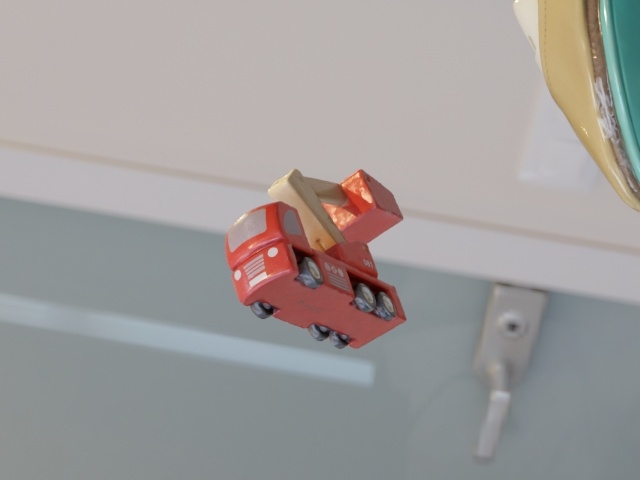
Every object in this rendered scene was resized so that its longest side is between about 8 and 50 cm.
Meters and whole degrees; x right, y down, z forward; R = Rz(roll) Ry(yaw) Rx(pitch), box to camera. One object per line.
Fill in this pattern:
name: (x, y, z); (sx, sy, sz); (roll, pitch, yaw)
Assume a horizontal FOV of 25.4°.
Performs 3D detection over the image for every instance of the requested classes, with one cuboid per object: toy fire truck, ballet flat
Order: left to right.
toy fire truck: (0.000, 0.000, 0.938); (0.192, 0.047, 0.135); (26, -142, -52)
ballet flat: (0.113, -0.126, 0.592); (0.073, 0.080, 0.232); (-2, 95, 49)
